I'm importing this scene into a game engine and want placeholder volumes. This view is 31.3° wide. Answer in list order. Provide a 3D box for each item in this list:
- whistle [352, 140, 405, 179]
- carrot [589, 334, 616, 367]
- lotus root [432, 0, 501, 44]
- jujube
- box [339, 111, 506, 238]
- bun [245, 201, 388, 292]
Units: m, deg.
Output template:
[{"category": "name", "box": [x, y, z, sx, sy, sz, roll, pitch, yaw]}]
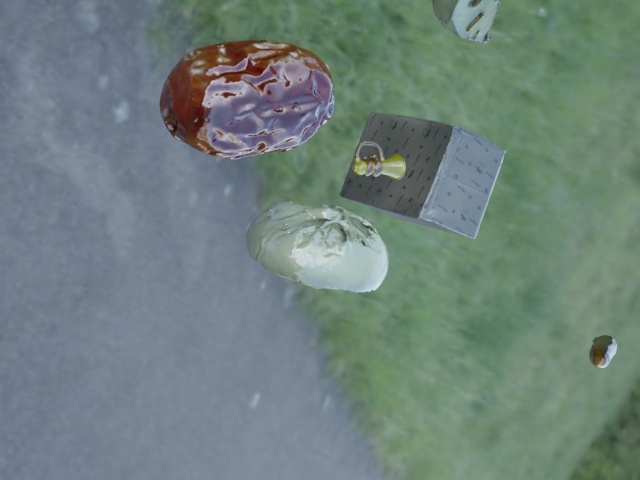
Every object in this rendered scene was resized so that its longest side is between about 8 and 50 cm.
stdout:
[{"category": "whistle", "box": [0.098, -0.136, 1.965, 0.109, 0.046, 0.057, 3, 112, -45]}, {"category": "carrot", "box": [0.518, 0.208, 2.108, 0.139, 0.048, 0.048, -16, 122, -69]}, {"category": "lotus root", "box": [0.195, -0.354, 1.569, 0.144, 0.070, 0.143, -137, -122, -61]}, {"category": "jujube", "box": [-0.105, -0.205, 1.644, 0.250, 0.174, 0.174, -13, 128, -20]}, {"category": "box", "box": [0.232, -0.152, 2.610, 0.190, 0.297, 0.225, 21, 89, -38]}, {"category": "bun", "box": [0.000, 0.000, 2.168, 0.287, 0.287, 0.146, -10, 118, -68]}]
